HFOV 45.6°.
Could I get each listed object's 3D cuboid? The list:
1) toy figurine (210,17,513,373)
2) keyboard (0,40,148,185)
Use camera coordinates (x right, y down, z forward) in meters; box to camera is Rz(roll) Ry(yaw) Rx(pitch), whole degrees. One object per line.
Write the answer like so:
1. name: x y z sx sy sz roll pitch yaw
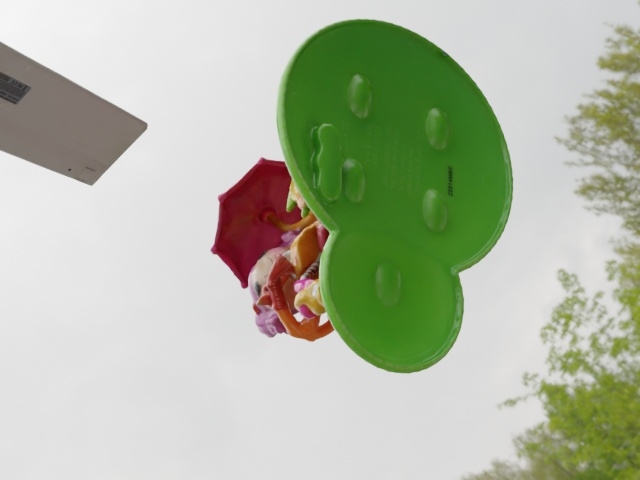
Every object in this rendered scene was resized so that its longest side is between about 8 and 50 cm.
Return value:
1. toy figurine: 0.000 0.000 0.402 0.130 0.159 0.173 17 -117 -24
2. keyboard: -0.218 -0.097 0.515 0.072 0.014 0.256 -48 -27 8
